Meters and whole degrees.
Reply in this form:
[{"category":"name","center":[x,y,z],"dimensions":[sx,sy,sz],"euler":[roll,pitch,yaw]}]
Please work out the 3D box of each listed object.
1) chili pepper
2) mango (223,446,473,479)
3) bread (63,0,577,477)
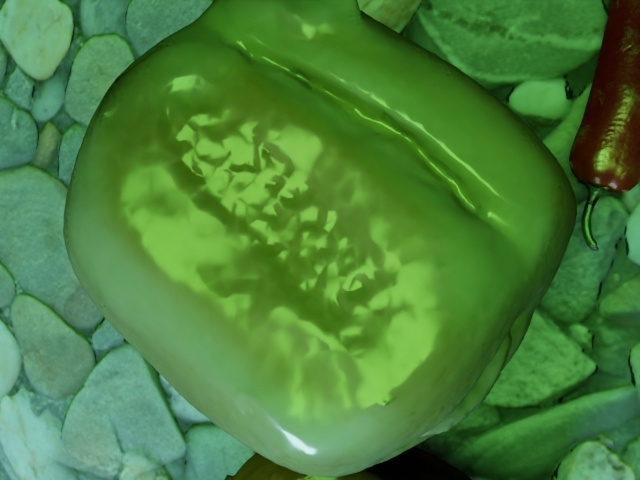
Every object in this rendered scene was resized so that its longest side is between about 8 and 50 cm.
[{"category":"chili pepper","center":[0.273,-0.125,0.584],"dimensions":[0.071,0.063,0.272],"euler":[12,89,7]},{"category":"mango","center":[0.035,0.280,0.603],"dimensions":[0.288,0.153,0.201],"euler":[9,88,19]},{"category":"bread","center":[0.000,0.000,0.566],"dimensions":[0.376,0.253,0.348],"euler":[36,84,16]}]
